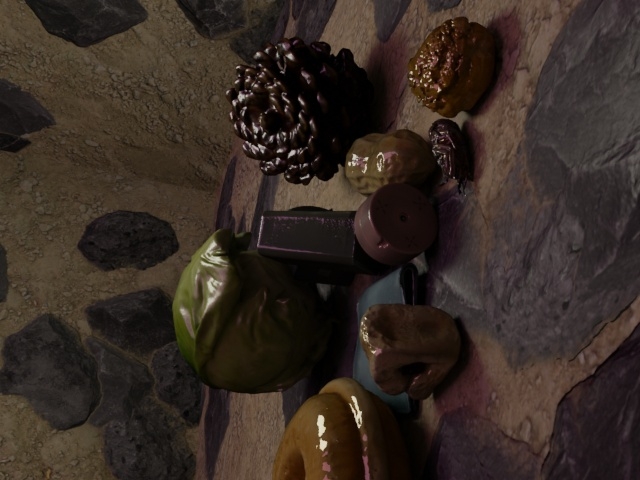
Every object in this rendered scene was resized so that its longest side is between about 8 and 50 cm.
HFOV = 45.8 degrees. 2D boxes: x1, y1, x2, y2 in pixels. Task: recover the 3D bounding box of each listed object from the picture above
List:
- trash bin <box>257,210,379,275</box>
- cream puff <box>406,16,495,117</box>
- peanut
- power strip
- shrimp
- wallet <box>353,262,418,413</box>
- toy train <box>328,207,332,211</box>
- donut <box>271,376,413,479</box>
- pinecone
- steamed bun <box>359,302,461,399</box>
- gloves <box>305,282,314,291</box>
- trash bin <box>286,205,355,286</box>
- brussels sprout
[{"bbox_3d":[0.000,0.000,1.700,0.164,0.240,0.122,26,-110,-65],"label":"trash bin"},{"bbox_3d":[0.236,-0.322,1.403,0.189,0.129,0.189,-166,90,-73],"label":"cream puff"},{"bbox_3d":[0.139,-0.160,1.600,0.313,0.152,0.152,-163,84,-72],"label":"peanut"},{"bbox_3d":[0.148,-0.033,1.472,0.078,0.154,0.154,135,143,-59],"label":"power strip"},{"bbox_3d":[0.238,-0.154,1.395,0.073,0.074,0.190,-30,54,26],"label":"shrimp"},{"bbox_3d":[0.133,0.208,1.539,0.251,0.054,0.291,138,138,-67],"label":"wallet"},{"bbox_3d":[0.022,-0.053,2.142,0.017,0.017,0.083,142,137,-65],"label":"toy train"},{"bbox_3d":[0.029,0.480,1.438,0.449,0.198,0.449,-172,90,-72],"label":"donut"},{"bbox_3d":[-0.040,-0.343,1.990,0.397,0.397,0.398,-169,90,-74],"label":"pinecone"},{"bbox_3d":[0.152,0.208,1.324,0.141,0.172,0.155,-84,-6,-57],"label":"steamed bun"},{"bbox_3d":[-0.071,0.155,2.184,0.135,0.107,0.268,-49,13,-6],"label":"gloves"},{"bbox_3d":[-0.008,0.009,1.933,0.236,0.176,0.101,-110,35,-53],"label":"trash bin"},{"bbox_3d":[-0.195,0.210,1.922,0.361,0.425,0.342,-48,1,11],"label":"brussels sprout"}]
